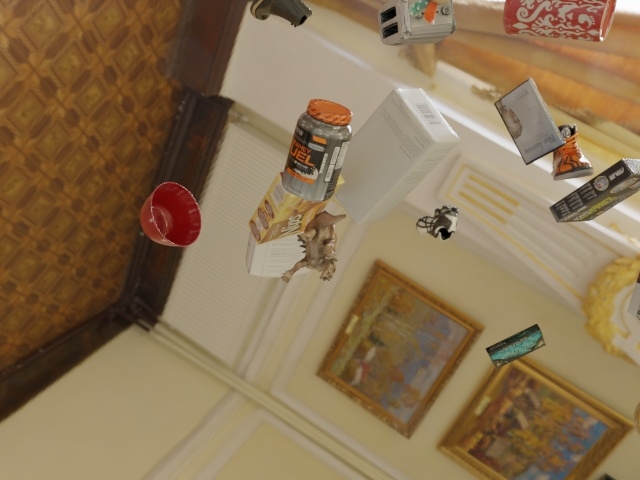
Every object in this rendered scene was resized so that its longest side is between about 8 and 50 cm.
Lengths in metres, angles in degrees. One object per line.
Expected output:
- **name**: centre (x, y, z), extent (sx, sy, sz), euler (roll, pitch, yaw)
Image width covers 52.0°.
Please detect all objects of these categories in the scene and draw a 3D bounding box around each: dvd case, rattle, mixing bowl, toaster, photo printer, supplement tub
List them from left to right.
- **mixing bowl**: centre (-0.424, -0.059, 1.791), extent (0.098, 0.181, 0.181), euler (-17, -167, 32)
- **photo printer**: centre (-0.136, 0.021, 2.364), extent (0.307, 0.256, 0.107), euler (106, -23, -48)
- **supplement tub**: centre (-0.005, -0.186, 1.354), extent (0.117, 0.117, 0.190), euler (-39, 151, -58)
- **toaster**: centre (0.247, -0.584, 1.735), extent (0.227, 0.146, 0.129), euler (-151, -128, -72)
- **rattle**: centre (0.269, -0.579, 1.492), extent (0.143, 0.130, 0.200), euler (-72, 169, -83)
- **dvd case**: centre (0.712, -0.401, 2.244), extent (0.022, 0.253, 0.180), euler (-24, 175, -30)

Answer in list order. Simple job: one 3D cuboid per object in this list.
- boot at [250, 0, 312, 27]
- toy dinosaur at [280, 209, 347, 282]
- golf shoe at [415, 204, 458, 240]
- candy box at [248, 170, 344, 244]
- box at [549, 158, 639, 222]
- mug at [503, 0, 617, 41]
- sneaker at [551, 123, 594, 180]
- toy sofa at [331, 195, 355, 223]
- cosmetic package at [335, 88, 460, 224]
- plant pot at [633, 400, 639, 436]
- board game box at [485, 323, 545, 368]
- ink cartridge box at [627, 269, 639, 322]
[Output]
- **boot**: centre (-0.101, -0.575, 1.663), extent (0.077, 0.137, 0.198), euler (-45, -174, -14)
- **toy dinosaur**: centre (0.000, 0.000, 1.730), extent (0.200, 0.127, 0.296), euler (-66, 175, -49)
- **golf shoe**: centre (0.356, -0.036, 2.029), extent (0.198, 0.077, 0.094), euler (136, -45, -64)
- **candy box**: centre (-0.078, -0.108, 1.926), extent (0.183, 0.087, 0.316), euler (-17, 163, -30)
- **box**: centre (0.871, -0.148, 2.007), extent (0.216, 0.060, 0.270), euler (-4, 153, -42)
- **mug**: centre (0.433, -0.430, 1.167), extent (0.113, 0.169, 0.150), euler (16, 95, -61)
- **sneaker**: centre (0.829, -0.300, 2.215), extent (0.321, 0.124, 0.180), euler (-53, 134, -79)
- **toy sofa**: centre (0.051, -0.239, 2.533), extent (0.150, 0.362, 0.177), euler (-57, 176, -34)
- **cosmetic package**: centre (0.203, -0.246, 1.977), extent (0.156, 0.217, 0.385), euler (-13, 155, -48)
- **plant pot**: centre (1.014, 0.514, 1.851), extent (0.032, 0.236, 0.236), euler (-36, 155, -54)
- **board game box**: centre (0.648, 0.353, 2.174), extent (0.186, 0.026, 0.126), euler (-28, 137, 8)
- **ink cartridge box**: centre (0.838, 0.198, 1.431), extent (0.130, 0.309, 0.272), euler (-22, 136, -9)
